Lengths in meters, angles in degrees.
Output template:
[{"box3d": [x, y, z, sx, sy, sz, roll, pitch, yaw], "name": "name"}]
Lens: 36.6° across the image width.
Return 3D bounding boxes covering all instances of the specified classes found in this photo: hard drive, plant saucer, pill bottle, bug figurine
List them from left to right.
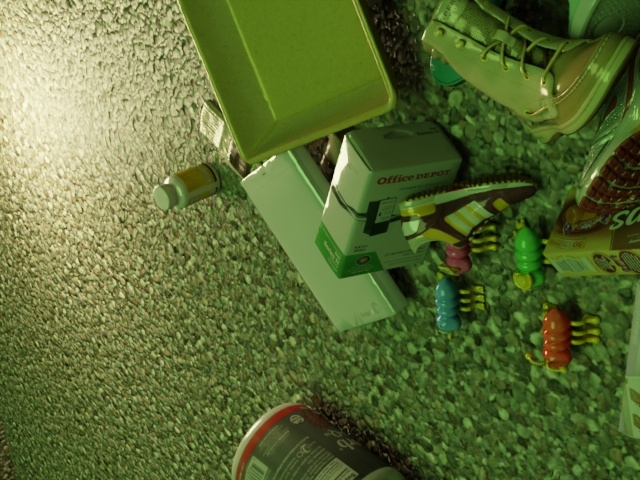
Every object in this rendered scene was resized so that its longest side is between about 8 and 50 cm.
[{"box3d": [-0.248, -0.097, 1.795, 0.065, 0.116, 0.065, 27, 130, 37], "name": "pill bottle"}, {"box3d": [-0.044, -0.310, 1.409, 0.332, 0.081, 0.333, -15, 99, 45], "name": "plant saucer"}, {"box3d": [0.000, 0.000, 1.574, 0.308, 0.040, 0.203, 57, 151, -3], "name": "hard drive"}, {"box3d": [0.030, 0.462, 1.730, 0.363, 0.210, 0.210, 29, 132, 36], "name": "pill bottle"}, {"box3d": [0.246, 0.068, 1.348, 0.279, 0.072, 0.216, 14, 122, 46], "name": "bug figurine"}]

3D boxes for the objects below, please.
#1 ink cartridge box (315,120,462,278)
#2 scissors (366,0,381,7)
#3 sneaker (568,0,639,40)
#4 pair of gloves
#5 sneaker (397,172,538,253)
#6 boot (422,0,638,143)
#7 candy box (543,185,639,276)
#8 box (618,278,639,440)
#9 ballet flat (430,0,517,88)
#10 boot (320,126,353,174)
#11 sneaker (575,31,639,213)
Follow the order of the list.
[{"box3d": [0.093, -0.057, 1.373, 0.087, 0.153, 0.208, 59, 148, 37], "name": "ink cartridge box"}, {"box3d": [0.107, -0.338, 1.306, 0.109, 0.021, 0.297, 59, 142, 6], "name": "scissors"}, {"box3d": [0.298, -0.322, 1.054, 0.256, 0.094, 0.151, 85, 166, -49], "name": "sneaker"}, {"box3d": [-0.131, -0.213, 1.649, 0.204, 0.042, 0.240, 46, 139, 21], "name": "pair of gloves"}, {"box3d": [0.200, -0.035, 1.287, 0.185, 0.069, 0.084, -11, 101, 13], "name": "sneaker"}, {"box3d": [0.215, -0.207, 1.049, 0.203, 0.095, 0.262, 37, 176, 0], "name": "boot"}, {"box3d": [0.361, -0.016, 1.122, 0.053, 0.109, 0.186, 42, 153, -27], "name": "candy box"}, {"box3d": [0.397, 0.135, 1.123, 0.063, 0.067, 0.324, 23, 150, 28], "name": "box"}, {"box3d": [0.209, -0.284, 1.173, 0.091, 0.077, 0.241, 46, 142, 18], "name": "ballet flat"}, {"box3d": [0.024, -0.143, 1.508, 0.118, 0.042, 0.087, 57, 145, 9], "name": "boot"}, {"box3d": [0.349, -0.130, 1.078, 0.225, 0.088, 0.093, -66, 28, 23], "name": "sneaker"}]
